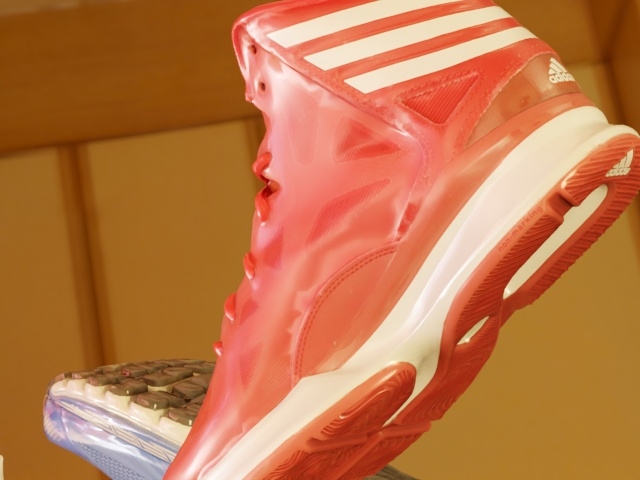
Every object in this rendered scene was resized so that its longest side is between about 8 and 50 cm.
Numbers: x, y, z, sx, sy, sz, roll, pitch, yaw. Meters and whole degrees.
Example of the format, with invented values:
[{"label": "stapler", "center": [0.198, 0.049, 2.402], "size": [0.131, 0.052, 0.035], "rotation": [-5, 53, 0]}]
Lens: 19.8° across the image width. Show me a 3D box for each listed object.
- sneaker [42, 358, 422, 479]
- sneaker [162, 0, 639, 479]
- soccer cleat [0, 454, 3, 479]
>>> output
[{"label": "sneaker", "center": [-0.024, 0.169, 0.953], "size": [0.330, 0.147, 0.130], "rotation": [29, 16, 27]}, {"label": "sneaker", "center": [0.000, 0.000, 0.628], "size": [0.221, 0.128, 0.087], "rotation": [-45, -23, 23]}, {"label": "soccer cleat", "center": [-0.234, 0.155, 1.191], "size": [0.029, 0.035, 0.083], "rotation": [12, 2, 30]}]
